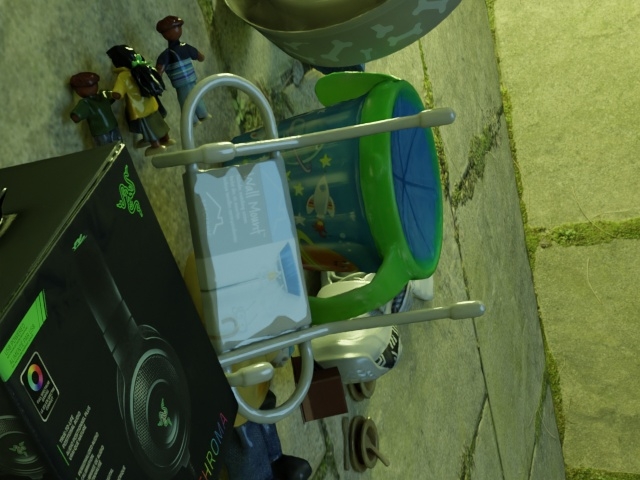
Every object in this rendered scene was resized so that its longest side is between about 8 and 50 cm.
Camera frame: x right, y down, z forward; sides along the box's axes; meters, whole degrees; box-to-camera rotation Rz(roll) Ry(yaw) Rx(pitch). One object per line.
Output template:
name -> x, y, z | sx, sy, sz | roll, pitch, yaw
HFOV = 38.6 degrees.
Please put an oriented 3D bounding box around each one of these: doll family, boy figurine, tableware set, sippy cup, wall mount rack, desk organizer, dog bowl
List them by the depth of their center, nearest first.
doll family -> -0.167, -0.146, 0.877 | 0.193, 0.076, 0.111 | -60, 135, -64
wall mount rack -> 0.000, 0.000, 0.891 | 0.304, 0.130, 0.349 | -14, 98, -37
boy figurine -> -0.080, 0.139, 0.989 | 0.177, 0.092, 0.285 | -35, 120, -63
desk organizer -> -0.003, 0.163, 1.038 | 0.130, 0.050, 0.047 | -124, -158, -83
sippy cup -> 0.011, -0.060, 1.089 | 0.305, 0.224, 0.240 | -49, 130, -62
dog bowl -> 0.045, -0.364, 1.124 | 0.102, 0.349, 0.348 | 47, 41, -50
tableware set -> 0.073, 0.259, 1.411 | 0.128, 0.039, 0.194 | 24, 62, -66

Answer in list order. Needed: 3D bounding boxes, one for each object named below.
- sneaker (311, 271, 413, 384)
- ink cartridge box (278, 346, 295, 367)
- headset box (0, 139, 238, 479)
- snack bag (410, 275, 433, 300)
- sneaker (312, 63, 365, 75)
sneaker -> 0.038, 0.049, 1.260 | 0.366, 0.138, 0.210 | -52, 131, -68
ink cartridge box -> -0.061, 0.110, 1.125 | 0.048, 0.028, 0.083 | -52, 132, -61
headset box -> -0.184, 0.098, 0.641 | 0.246, 0.131, 0.283 | -75, 151, -58
snack bag -> 0.167, -0.046, 1.745 | 0.342, 0.037, 0.322 | 28, 58, -65
sneaker -> 0.009, -0.316, 1.354 | 0.232, 0.081, 0.090 | 29, 65, -63
